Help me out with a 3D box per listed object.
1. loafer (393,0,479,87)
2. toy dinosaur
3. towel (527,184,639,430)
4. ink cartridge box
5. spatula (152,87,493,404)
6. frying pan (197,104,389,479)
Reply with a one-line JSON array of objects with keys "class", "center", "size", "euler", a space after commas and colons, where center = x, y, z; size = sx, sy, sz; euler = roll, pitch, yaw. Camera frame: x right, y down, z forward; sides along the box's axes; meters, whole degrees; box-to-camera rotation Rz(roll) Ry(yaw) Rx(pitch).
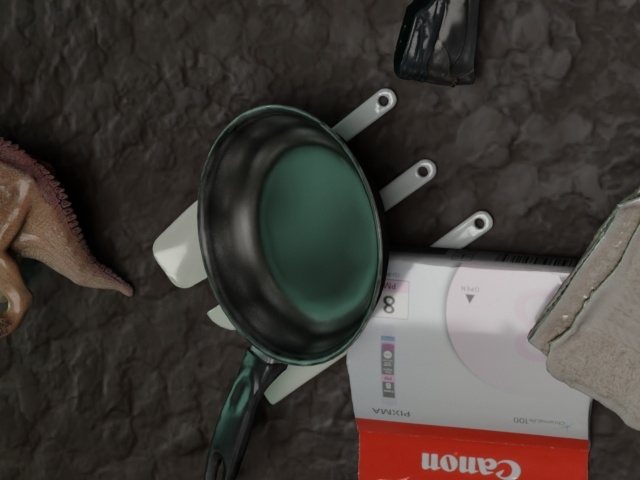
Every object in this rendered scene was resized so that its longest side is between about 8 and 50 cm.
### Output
[{"class": "loafer", "center": [0.105, -0.195, 1.376], "size": [0.061, 0.062, 0.170], "euler": [14, 110, -9]}, {"class": "toy dinosaur", "center": [-0.279, -0.049, 1.489], "size": [0.295, 0.127, 0.200], "euler": [22, 101, 5]}, {"class": "towel", "center": [0.303, 0.075, 1.316], "size": [0.282, 0.049, 0.187], "euler": [24, 127, -6]}, {"class": "ink cartridge box", "center": [0.115, 0.123, 1.431], "size": [0.189, 0.066, 0.232], "euler": [4, 99, 12]}, {"class": "spatula", "center": [0.000, 0.000, 1.465], "size": [0.242, 0.019, 0.168], "euler": [-37, 89, 21]}, {"class": "frying pan", "center": [-0.015, 0.059, 1.414], "size": [0.197, 0.053, 0.326], "euler": [7, 105, 44]}]
